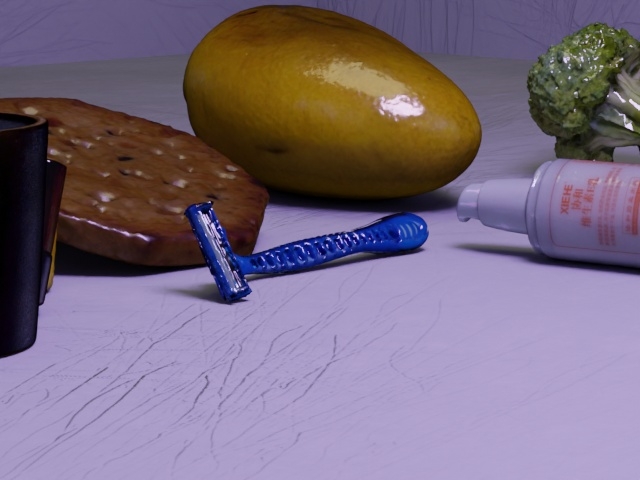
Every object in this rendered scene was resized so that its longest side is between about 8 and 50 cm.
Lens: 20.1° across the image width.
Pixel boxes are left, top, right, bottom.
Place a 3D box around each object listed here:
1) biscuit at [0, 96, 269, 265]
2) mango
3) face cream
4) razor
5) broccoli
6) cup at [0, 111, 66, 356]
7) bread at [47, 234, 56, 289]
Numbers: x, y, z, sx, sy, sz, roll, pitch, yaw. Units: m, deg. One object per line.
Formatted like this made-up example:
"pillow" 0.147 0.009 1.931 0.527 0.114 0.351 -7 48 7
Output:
"biscuit" -0.218 -0.063 1.814 0.359 0.046 0.359 14 22 -6
"mango" 0.020 -0.153 2.153 0.301 0.221 0.445 -1 18 -42
"face cream" 0.248 -0.029 1.744 0.251 0.101 0.101 6 12 31
"razor" -0.009 0.006 1.701 0.056 0.093 0.324 -36 -18 35
"broccoli" 0.398 -0.140 2.295 0.302 0.186 0.254 44 11 2
"cup" -0.265 -0.010 1.423 0.239 0.177 0.166 -10 13 -42
"bread" -0.356 0.001 1.613 0.245 0.094 0.102 1 5 6
